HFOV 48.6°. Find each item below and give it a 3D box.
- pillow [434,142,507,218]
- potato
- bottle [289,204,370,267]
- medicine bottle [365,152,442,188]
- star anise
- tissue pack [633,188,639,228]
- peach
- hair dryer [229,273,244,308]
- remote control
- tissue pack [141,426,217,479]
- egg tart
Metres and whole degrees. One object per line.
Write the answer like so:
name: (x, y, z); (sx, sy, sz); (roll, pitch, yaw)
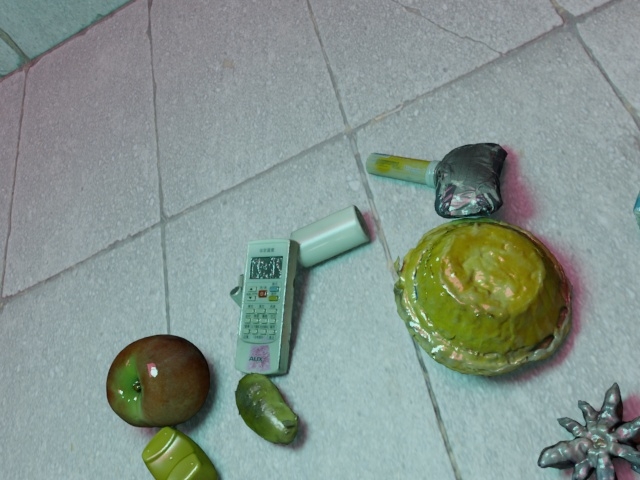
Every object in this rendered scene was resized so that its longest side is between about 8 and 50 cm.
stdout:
pillow: (0.358, -0.150, 1.681); (0.161, 0.093, 0.335); (2, 32, 15)
potato: (-0.128, 0.395, 1.658); (0.225, 0.090, 0.117); (37, 109, 47)
bottle: (0.000, 0.000, 1.847); (0.245, 0.104, 0.104); (-23, 51, 15)
medicine bottle: (0.224, -0.189, 1.867); (0.218, 0.074, 0.074); (15, 68, 38)
star anise: (0.517, 0.380, 1.301); (0.236, 0.093, 0.229); (-15, 53, 19)
tissue pack: (0.786, -0.129, 1.466); (0.201, 0.124, 0.271); (14, 69, 35)
peach: (-0.397, 0.349, 1.764); (0.252, 0.252, 0.253); (-15, 53, 21)
hair dryer: (-0.214, 0.131, 1.925); (0.037, 0.063, 0.124); (-27, 30, 13)
remote control: (-0.136, 0.166, 1.787); (0.145, 0.050, 0.344); (-4, 75, 32)
tissue pack: (-0.327, 0.534, 1.669); (0.123, 0.127, 0.178); (-46, 49, -14)
egg tart: (0.344, 0.094, 1.499); (0.387, 0.169, 0.388); (-2, 58, 3)
